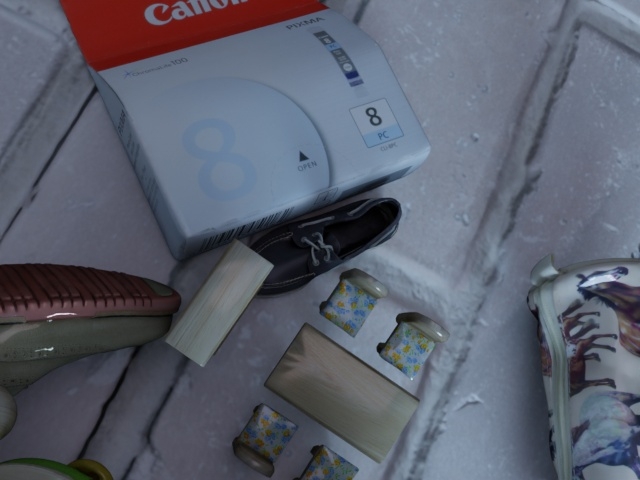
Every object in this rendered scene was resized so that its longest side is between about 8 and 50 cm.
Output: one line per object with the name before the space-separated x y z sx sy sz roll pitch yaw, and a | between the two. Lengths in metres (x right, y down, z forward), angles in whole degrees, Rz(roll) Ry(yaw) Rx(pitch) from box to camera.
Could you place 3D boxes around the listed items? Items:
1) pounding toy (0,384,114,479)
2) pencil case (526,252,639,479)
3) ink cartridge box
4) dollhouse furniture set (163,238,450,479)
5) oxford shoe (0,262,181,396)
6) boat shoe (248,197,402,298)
pounding toy | -0.240 0.243 0.761 0.237 0.110 0.183 42 107 6
pencil case | 0.312 0.222 0.928 0.183 0.160 0.411 10 69 -30
ink cartridge box | -0.093 -0.206 0.983 0.308 0.091 0.385 -22 81 -23
dollhouse furniture set | -0.017 0.117 0.830 0.242 0.161 0.212 35 81 -4
oxford shoe | -0.323 0.108 0.805 0.396 0.140 0.147 -6 104 -23
boat shoe | 0.000 0.000 0.955 0.206 0.065 0.075 -22 80 -23
